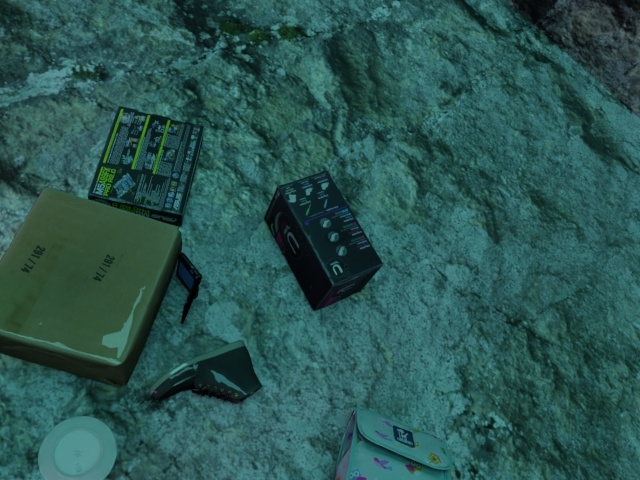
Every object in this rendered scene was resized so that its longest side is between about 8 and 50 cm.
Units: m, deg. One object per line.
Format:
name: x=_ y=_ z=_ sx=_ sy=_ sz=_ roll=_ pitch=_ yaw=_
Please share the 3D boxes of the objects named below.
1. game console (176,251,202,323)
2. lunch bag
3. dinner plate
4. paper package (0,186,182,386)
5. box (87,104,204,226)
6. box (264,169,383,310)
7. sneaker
game console: x=-0.299 y=0.103 z=1.301 sx=0.071 sy=0.122 sz=0.107 roll=-34 pitch=77 yaw=-29
lunch bag: x=0.141 y=0.480 z=1.221 sx=0.224 sy=0.160 sz=0.262 roll=21 pitch=48 yaw=-1
dinner plate: x=-0.465 y=0.407 z=1.157 sx=0.141 sy=0.017 sz=0.141 roll=6 pitch=63 yaw=-13
paper package: x=-0.481 y=0.092 z=1.229 sx=0.310 sy=0.168 sz=0.324 roll=18 pitch=60 yaw=-6
box: x=-0.412 y=-0.182 z=1.454 sx=0.216 sy=0.060 sz=0.270 roll=12 pitch=60 yaw=-10
box: x=0.000 y=0.000 z=1.419 sx=0.143 sy=0.165 sz=0.270 roll=-22 pitch=71 yaw=-26
sneaker: x=-0.231 y=0.299 z=1.243 sx=0.222 sy=0.083 sz=0.118 roll=-22 pitch=72 yaw=-26
